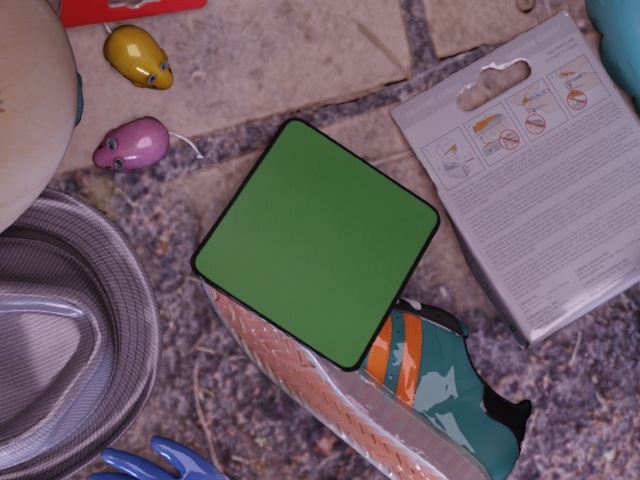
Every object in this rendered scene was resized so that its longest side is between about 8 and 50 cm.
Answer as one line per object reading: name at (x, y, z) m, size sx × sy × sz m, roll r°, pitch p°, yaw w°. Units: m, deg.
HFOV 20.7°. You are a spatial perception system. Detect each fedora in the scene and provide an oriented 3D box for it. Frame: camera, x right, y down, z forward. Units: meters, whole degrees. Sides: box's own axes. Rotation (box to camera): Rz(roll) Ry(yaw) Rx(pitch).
fedora at (-0.248, 0.086, 1.312) m, size 0.275 × 0.124 × 0.244 m, roll -17°, pitch 98°, yaw -11°

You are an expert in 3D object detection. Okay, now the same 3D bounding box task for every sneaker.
sneaker at (0.039, 0.084, 1.396) m, size 0.302 × 0.108 × 0.121 m, roll 43°, pitch 64°, yaw -6°

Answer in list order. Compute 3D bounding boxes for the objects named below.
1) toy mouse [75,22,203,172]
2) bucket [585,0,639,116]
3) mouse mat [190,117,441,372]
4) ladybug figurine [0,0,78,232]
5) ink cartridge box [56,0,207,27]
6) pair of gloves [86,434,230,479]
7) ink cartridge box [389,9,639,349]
toy mouse at (-0.170, -0.098, 1.364) m, size 0.143 × 0.031 × 0.161 m, roll -45°, pitch 102°, yaw -6°
bucket at (0.368, -0.204, 1.400) m, size 0.281 × 0.183 × 0.281 m, roll -1°, pitch 94°, yaw -13°
mouse mat at (0.000, 0.000, 1.359) m, size 0.152 × 0.007 × 0.190 m, roll 34°, pitch 52°, yaw -2°
ladybug figurine at (-0.393, -0.102, 1.221) m, size 0.449 × 0.162 × 0.305 m, roll -8°, pitch 119°, yaw -3°
ink cartridge box at (-0.136, -0.269, 1.289) m, size 0.134 × 0.231 × 0.078 m, roll -11°, pitch 56°, yaw -23°
pair of gloves at (-0.124, 0.258, 1.381) m, size 0.159 × 0.023 × 0.198 m, roll 20°, pitch 96°, yaw -1°
ink cartridge box at (0.186, -0.050, 1.449) m, size 0.181 × 0.056 × 0.225 m, roll -30°, pitch 81°, yaw -9°
